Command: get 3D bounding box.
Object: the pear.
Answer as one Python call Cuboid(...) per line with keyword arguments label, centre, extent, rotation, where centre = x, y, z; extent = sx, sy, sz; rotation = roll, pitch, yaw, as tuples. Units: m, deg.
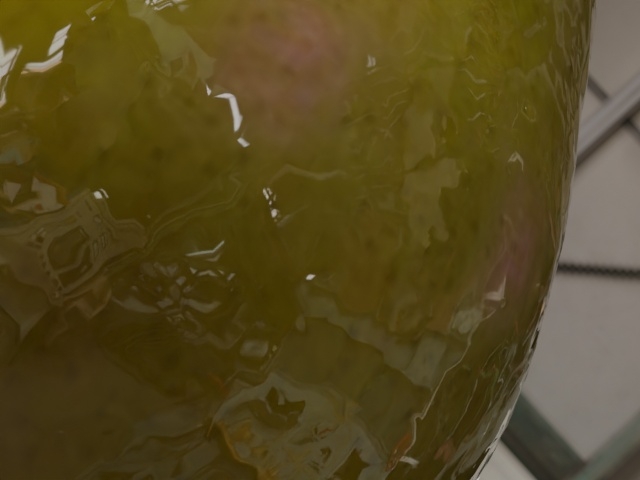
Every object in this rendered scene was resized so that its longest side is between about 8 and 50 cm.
Cuboid(label="pear", centre=(-0.050, -0.013, 0.476), extent=(0.285, 0.336, 0.285), rotation=(58, -7, 11))
